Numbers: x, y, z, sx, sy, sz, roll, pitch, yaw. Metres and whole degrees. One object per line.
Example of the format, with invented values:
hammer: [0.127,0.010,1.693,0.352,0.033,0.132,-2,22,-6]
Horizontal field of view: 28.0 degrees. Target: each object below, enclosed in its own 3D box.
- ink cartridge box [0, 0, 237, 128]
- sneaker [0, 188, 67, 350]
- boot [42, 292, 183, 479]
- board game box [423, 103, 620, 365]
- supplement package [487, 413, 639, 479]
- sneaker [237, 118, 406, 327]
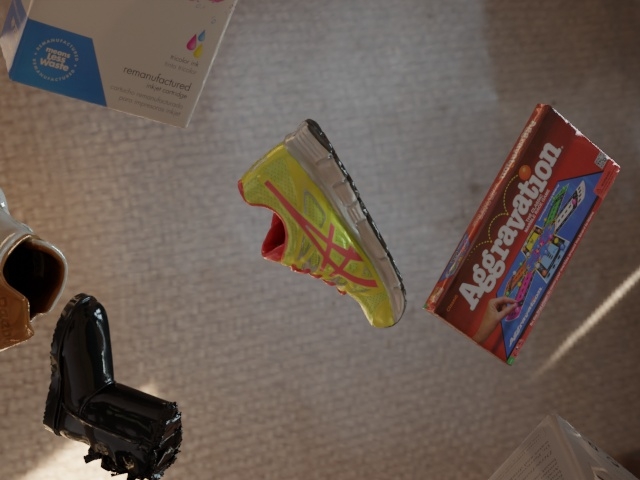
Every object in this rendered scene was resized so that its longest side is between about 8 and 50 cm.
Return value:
ink cartridge box: [-0.118,-0.207,0.875,0.134,0.078,0.231,13,114,-25]
sneaker: [-0.276,0.024,1.117,0.123,0.290,0.106,-7,116,-4]
boot: [-0.143,0.107,0.905,0.045,0.099,0.121,-23,131,-59]
board game box: [0.243,-0.006,1.529,0.145,0.027,0.281,34,82,-30]
supplement package: [0.153,0.254,0.689,0.175,0.293,0.177,39,101,-7]
sneaker: [0.000,0.000,1.057,0.094,0.081,0.208,-30,122,1]
